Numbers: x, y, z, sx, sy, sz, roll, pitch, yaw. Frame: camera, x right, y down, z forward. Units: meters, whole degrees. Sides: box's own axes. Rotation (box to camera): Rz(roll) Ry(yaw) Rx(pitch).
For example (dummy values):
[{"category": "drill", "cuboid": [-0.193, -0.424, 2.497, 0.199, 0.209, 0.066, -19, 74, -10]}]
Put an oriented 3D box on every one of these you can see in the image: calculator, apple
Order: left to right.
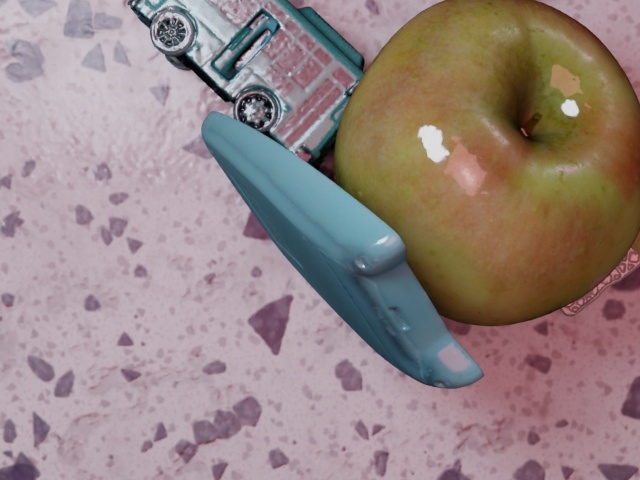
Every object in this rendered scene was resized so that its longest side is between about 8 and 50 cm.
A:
[{"category": "calculator", "cuboid": [0.000, 0.000, 1.314, 0.054, 0.386, 0.256, -39, 126, -7]}, {"category": "apple", "cuboid": [0.164, -0.072, 1.344, 0.319, 0.277, 0.319, 6, 73, -19]}]

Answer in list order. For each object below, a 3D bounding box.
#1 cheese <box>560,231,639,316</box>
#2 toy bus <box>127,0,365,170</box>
[{"category": "cheese", "cuboid": [0.358, -0.006, 1.461, 0.255, 0.050, 0.127, -40, 92, 5]}, {"category": "toy bus", "cuboid": [-0.065, -0.196, 1.428, 0.256, 0.128, 0.147, 43, 92, 2]}]
